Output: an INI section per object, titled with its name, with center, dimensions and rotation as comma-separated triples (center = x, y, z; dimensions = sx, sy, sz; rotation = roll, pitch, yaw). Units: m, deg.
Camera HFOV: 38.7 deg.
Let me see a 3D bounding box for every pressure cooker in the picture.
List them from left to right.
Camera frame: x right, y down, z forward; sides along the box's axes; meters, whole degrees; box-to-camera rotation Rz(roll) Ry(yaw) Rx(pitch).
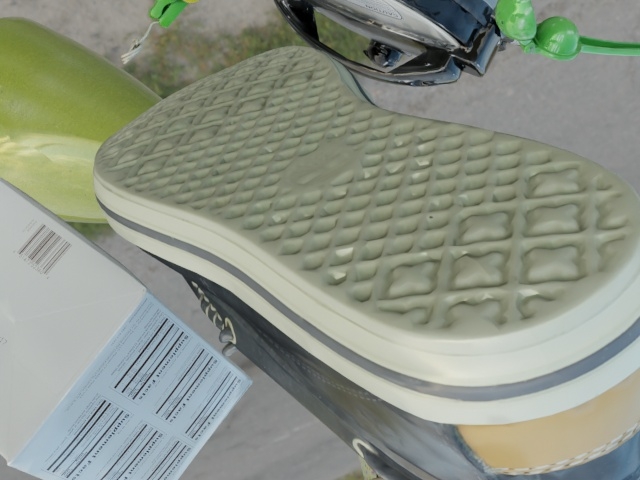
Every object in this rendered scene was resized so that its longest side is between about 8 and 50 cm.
[pressure cooker]
center = 0.137, -0.434, 1.315
dimensions = 0.375, 0.370, 0.421
rotation = 26, 94, -27

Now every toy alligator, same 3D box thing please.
[toy alligator]
center = -0.151, -0.265, 0.949
dimensions = 0.189, 0.051, 0.056
rotation = -42, -160, -4

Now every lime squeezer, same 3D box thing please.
[lime squeezer]
center = 0.248, -0.240, 0.948
dimensions = 0.310, 0.059, 0.110
rotation = 26, 110, -43

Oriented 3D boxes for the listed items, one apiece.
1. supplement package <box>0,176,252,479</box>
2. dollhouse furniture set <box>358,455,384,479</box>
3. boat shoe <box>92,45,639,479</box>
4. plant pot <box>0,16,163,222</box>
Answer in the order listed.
[supplement package]
center = -0.197, 0.088, 0.725
dimensions = 0.149, 0.194, 0.203
rotation = -52, 150, -11
[dollhouse furniture set]
center = 0.073, 0.270, 1.267
dimensions = 0.101, 0.182, 0.161
rotation = -7, 149, -12
[boat shoe]
center = 0.000, 0.000, 0.535
dimensions = 0.186, 0.500, 0.156
rotation = -34, 122, -15
[plant pot]
center = -0.318, -0.134, 1.231
dimensions = 0.275, 0.293, 0.275
rotation = -48, 149, -43
